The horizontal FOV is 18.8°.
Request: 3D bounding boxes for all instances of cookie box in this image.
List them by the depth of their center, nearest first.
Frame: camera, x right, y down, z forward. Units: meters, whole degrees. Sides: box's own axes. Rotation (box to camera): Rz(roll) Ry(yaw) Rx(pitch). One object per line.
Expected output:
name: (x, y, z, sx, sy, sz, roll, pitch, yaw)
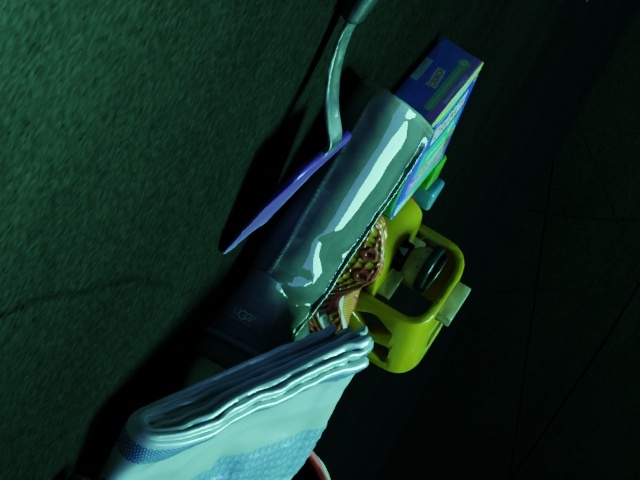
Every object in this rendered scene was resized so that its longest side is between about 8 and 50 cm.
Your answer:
cookie box: (0.073, -0.084, 1.456, 0.092, 0.040, 0.107, -50, 167, -43)

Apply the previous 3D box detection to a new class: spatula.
spatula: (0.016, -0.104, 1.104, 0.084, 0.030, 0.296, -42, 161, -56)

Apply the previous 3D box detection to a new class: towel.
towel: (-0.087, 0.178, 1.246, 0.209, 0.034, 0.285, -20, 148, -45)

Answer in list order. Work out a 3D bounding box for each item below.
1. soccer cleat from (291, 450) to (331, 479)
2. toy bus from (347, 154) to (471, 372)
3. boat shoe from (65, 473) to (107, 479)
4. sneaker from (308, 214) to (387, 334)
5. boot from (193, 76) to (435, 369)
soccer cleat: (-0.002, 0.307, 1.872, 0.095, 0.083, 0.248, 82, -8, -52)
toy bus: (0.071, 0.033, 1.632, 0.191, 0.104, 0.202, -63, 171, 22)
boat shoe: (-0.155, 0.188, 1.111, 0.125, 0.038, 0.046, -57, -151, 16)
sneaker: (0.009, 0.016, 1.430, 0.175, 0.064, 0.067, 117, -12, -57)
boot: (0.002, 0.001, 1.289, 0.208, 0.076, 0.189, -64, 172, -5)
